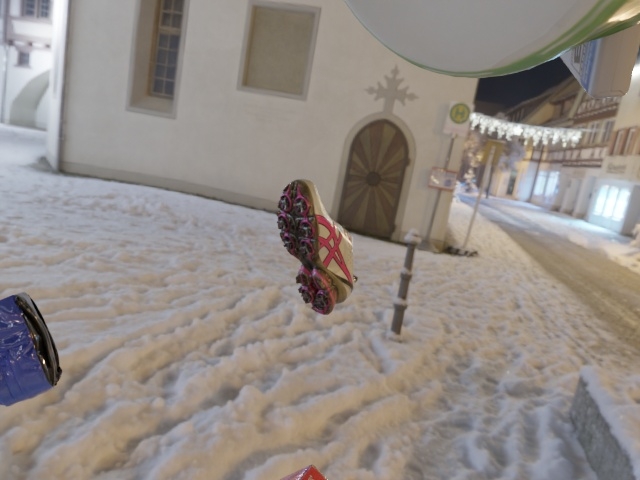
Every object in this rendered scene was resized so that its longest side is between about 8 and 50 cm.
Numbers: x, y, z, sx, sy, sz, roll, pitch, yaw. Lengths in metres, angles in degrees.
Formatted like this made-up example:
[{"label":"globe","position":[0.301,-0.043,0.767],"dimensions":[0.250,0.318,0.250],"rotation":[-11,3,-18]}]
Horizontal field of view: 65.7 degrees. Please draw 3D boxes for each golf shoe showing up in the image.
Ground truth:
[{"label":"golf shoe","position":[0.000,0.000,0.634],"dimensions":[0.067,0.186,0.086],"rotation":[16,41,41]}]

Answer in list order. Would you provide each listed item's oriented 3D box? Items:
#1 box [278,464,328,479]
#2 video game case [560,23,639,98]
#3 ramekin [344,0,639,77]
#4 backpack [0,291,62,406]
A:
[{"label":"box","position":[0.024,0.404,0.504],"dimensions":[0.300,0.154,0.142],"rotation":[45,49,6]},{"label":"video game case","position":[0.255,-0.345,0.461],"dimensions":[0.036,0.329,0.300],"rotation":[-1,36,12]},{"label":"ramekin","position":[0.121,-0.261,0.321],"dimensions":[0.148,0.304,0.303],"rotation":[-36,35,-28]},{"label":"backpack","position":[-0.367,0.132,0.582],"dimensions":[0.101,0.120,0.098],"rotation":[-25,7,-17]}]
